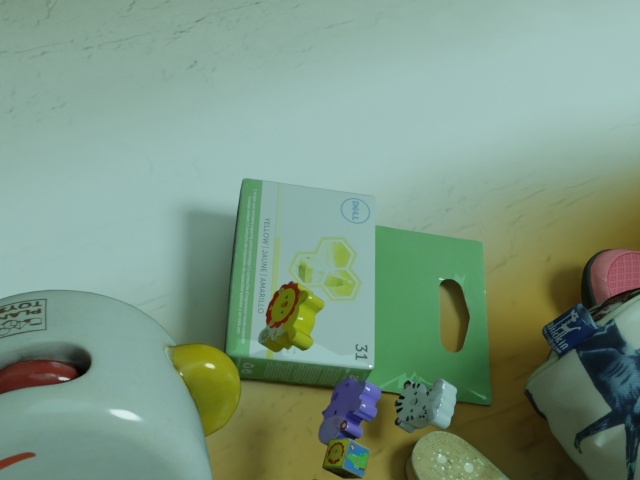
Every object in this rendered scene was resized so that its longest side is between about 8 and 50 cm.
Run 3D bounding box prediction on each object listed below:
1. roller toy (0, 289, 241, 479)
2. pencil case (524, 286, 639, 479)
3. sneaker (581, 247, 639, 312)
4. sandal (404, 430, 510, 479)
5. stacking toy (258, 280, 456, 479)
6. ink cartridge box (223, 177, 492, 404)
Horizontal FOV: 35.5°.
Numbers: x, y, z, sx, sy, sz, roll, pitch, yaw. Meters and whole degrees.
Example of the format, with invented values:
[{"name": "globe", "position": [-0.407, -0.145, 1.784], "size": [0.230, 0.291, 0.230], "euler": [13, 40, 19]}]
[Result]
[{"name": "roller toy", "position": [-0.171, 0.133, 0.648], "size": [0.191, 0.209, 0.146], "euler": [30, 20, -30]}, {"name": "pencil case", "position": [0.322, 0.211, 0.723], "size": [0.160, 0.183, 0.410], "euler": [-22, 66, -27]}, {"name": "sneaker", "position": [0.363, 0.104, 0.854], "size": [0.116, 0.136, 0.314], "euler": [-26, 64, -30]}, {"name": "sandal", "position": [0.174, 0.220, 0.754], "size": [0.240, 0.079, 0.088], "euler": [35, 53, 13]}, {"name": "stacking toy", "position": [0.007, 0.163, 0.717], "size": [0.167, 0.052, 0.221], "euler": [35, 59, -30]}, {"name": "ink cartridge box", "position": [0.039, 0.044, 0.859], "size": [0.235, 0.056, 0.171], "euler": [7, 59, -7]}]
